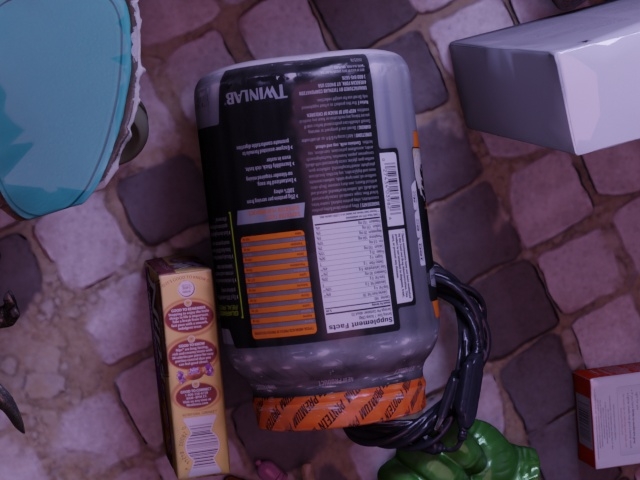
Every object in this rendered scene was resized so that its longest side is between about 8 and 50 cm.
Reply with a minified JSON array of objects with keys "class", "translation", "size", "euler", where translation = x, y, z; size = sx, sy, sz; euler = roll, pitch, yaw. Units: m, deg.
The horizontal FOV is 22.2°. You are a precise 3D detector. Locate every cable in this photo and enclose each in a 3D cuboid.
[{"class":"cable","translation":[0.081,0.107,1.534],"size":[0.151,0.047,0.184],"euler":[4,76,18]}]

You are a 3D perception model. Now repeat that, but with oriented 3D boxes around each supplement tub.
[{"class":"supplement tub","translation":[0.000,0.000,1.433],"size":[0.194,0.193,0.316],"euler":[-7,91,-12]}]

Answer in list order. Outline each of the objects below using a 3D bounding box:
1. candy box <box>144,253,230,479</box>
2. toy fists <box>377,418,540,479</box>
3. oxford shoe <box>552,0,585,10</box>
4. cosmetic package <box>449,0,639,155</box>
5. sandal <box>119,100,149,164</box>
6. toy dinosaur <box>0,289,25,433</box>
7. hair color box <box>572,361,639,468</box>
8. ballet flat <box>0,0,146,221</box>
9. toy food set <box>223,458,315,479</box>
[{"class":"candy box","translation":[-0.120,0.112,1.478],"size":[0.053,0.109,0.186],"euler":[-8,99,-11]},{"class":"toy fists","translation":[0.108,0.304,1.559],"size":[0.142,0.096,0.279],"euler":[15,94,-12]},{"class":"oxford shoe","translation":[0.307,-0.320,1.549],"size":[0.271,0.097,0.098],"euler":[-35,137,-14]},{"class":"cosmetic package","translation":[0.339,-0.175,1.457],"size":[0.377,0.284,0.097],"euler":[-15,99,-10]},{"class":"sandal","translation":[-0.295,-0.106,1.400],"size":[0.303,0.120,0.086],"euler":[8,53,-14]},{"class":"toy dinosaur","translation":[-0.363,0.042,1.429],"size":[0.160,0.121,0.313],"euler":[-30,107,4]},{"class":"hair color box","translation":[0.338,0.167,1.616],"size":[0.167,0.053,0.093],"euler":[-6,96,-11]},{"class":"ballet flat","translation":[-0.216,-0.224,1.327],"size":[0.147,0.147,0.408],"euler":[-1,102,-12]},{"class":"toy food set","translation":[-0.063,0.248,1.554],"size":[0.122,0.019,0.078],"euler":[-12,99,-3]}]
